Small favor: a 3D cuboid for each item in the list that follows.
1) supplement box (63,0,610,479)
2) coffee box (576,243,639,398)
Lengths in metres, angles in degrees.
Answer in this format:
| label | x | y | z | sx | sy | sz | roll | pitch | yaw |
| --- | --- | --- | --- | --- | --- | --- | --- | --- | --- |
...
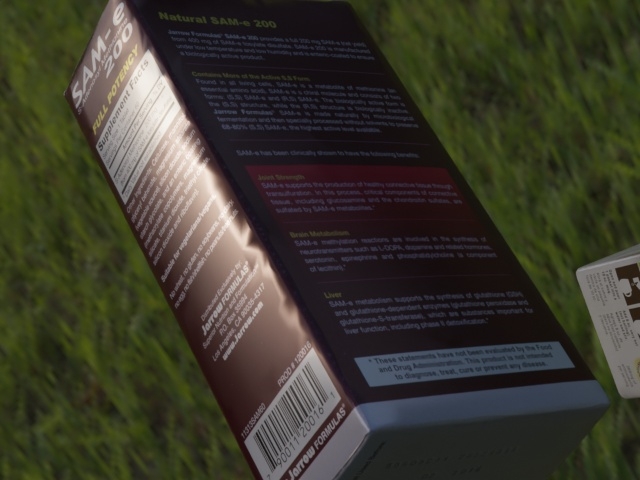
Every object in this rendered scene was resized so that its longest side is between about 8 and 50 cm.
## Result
| label | x | y | z | sx | sy | sz | roll | pitch | yaw |
| --- | --- | --- | --- | --- | --- | --- | --- | --- | --- |
| supplement box | 0.000 | 0.000 | 0.723 | 0.073 | 0.130 | 0.239 | -55 | 50 | 36 |
| coffee box | 0.298 | 0.024 | 1.088 | 0.141 | 0.098 | 0.246 | -20 | 0 | -30 |
